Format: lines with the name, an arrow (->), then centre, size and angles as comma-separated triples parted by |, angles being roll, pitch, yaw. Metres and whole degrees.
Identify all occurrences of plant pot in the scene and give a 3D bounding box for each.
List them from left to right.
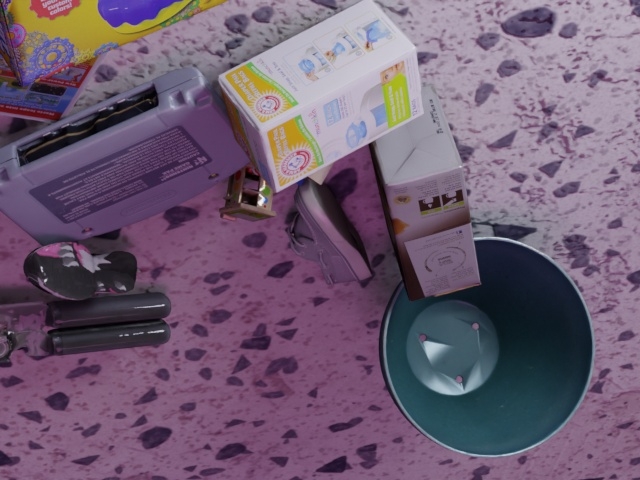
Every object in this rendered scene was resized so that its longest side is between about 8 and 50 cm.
plant pot -> 0.206, 0.147, 2.210 | 0.290, 0.290, 0.195 | -6, 177, -11

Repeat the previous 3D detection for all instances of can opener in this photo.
can opener -> -0.343, 0.106, 2.131 | 0.283, 0.095, 0.076 | -5, 109, -22

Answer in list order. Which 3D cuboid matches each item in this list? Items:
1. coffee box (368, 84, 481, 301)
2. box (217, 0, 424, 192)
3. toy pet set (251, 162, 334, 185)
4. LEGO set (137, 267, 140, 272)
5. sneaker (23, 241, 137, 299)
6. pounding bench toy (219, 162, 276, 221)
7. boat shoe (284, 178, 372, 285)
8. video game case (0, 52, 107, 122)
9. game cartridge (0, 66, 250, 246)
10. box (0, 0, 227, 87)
coffee box -> 0.126, -0.054, 2.005 | 0.098, 0.141, 0.246 | -15, 142, 1
box -> 0.001, -0.163, 1.814 | 0.203, 0.103, 0.114 | -28, 144, -13
toy pet set -> -0.035, -0.122, 1.944 | 0.114, 0.065, 0.122 | 33, 87, -47
LEGO set -> -0.270, 0.045, 2.107 | 0.083, 0.023, 0.054 | -6, 141, 11
sneaker -> -0.310, 0.045, 2.003 | 0.077, 0.072, 0.178 | -7, 168, 32
pounding bench toy -> -0.095, -0.061, 1.997 | 0.052, 0.065, 0.083 | 15, 165, -32
boat shoe -> 0.000, -0.001, 2.077 | 0.081, 0.079, 0.227 | -22, 148, 9
video game case -> -0.327, -0.215, 1.703 | 0.204, 0.025, 0.285 | 8, 151, -25
game cartridge -> -0.234, -0.090, 1.899 | 0.294, 0.060, 0.196 | -22, 147, 10
box -> -0.196, -0.329, 1.388 | 0.290, 0.279, 0.177 | -25, 144, -16
